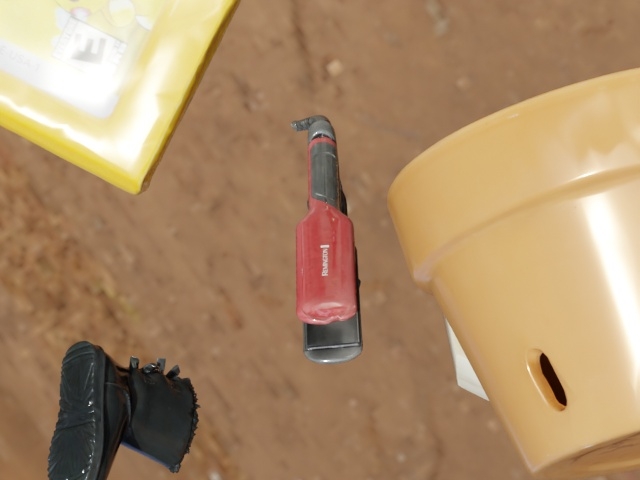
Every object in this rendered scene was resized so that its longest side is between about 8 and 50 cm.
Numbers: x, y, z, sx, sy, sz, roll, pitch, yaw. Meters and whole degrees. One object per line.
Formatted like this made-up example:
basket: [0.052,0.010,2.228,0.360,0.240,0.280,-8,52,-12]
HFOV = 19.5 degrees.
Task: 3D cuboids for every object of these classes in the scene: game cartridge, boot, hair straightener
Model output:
game cartridge: [-0.204,-0.228,1.288,0.324,0.285,0.052,27,-175,1]
boot: [-0.128,0.130,1.230,0.045,0.121,0.099,-21,145,35]
hair straightener: [0.000,0.000,1.290,0.230,0.047,0.089,-100,1,-46]

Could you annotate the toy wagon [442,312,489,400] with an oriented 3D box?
toy wagon: [0.275,0.045,1.545,0.267,0.344,0.068,-98,-1,-50]

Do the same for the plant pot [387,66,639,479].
plant pot: [0.207,0.032,1.199,0.291,0.291,0.203,110,148,-72]
